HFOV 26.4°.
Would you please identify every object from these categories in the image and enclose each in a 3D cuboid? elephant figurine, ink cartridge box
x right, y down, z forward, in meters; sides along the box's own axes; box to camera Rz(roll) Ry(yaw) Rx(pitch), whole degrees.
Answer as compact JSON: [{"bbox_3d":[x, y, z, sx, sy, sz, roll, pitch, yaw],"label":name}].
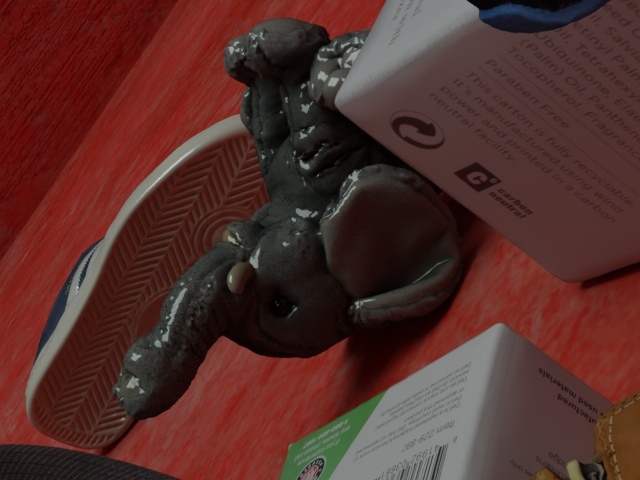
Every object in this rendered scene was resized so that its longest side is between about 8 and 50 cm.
[{"bbox_3d":[0.000,0.000,0.829,0.169,0.186,0.239,37,-121,-74],"label":"elephant figurine"},{"bbox_3d":[0.031,0.160,0.515,0.154,0.093,0.212,-37,23,45],"label":"ink cartridge box"}]

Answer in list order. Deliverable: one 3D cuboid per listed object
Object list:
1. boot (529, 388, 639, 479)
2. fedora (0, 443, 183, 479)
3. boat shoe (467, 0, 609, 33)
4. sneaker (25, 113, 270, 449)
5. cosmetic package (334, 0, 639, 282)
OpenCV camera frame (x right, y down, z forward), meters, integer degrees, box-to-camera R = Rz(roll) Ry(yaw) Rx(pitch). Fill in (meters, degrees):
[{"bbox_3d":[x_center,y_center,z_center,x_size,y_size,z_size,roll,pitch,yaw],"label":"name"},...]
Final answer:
[{"bbox_3d":[0.065,0.160,0.338,0.283,0.109,0.220,-46,30,8],"label":"boot"},{"bbox_3d":[-0.125,0.218,0.641,0.275,0.244,0.124,-102,28,-72],"label":"fedora"},{"bbox_3d":[0.111,-0.189,0.430,0.258,0.089,0.109,-60,18,-16],"label":"boat shoe"},{"bbox_3d":[-0.143,0.013,1.186,0.350,0.131,0.148,-49,22,18],"label":"sneaker"},{"bbox_3d":[0.217,-0.161,0.519,0.453,0.161,0.230,-26,33,57],"label":"cosmetic package"}]
